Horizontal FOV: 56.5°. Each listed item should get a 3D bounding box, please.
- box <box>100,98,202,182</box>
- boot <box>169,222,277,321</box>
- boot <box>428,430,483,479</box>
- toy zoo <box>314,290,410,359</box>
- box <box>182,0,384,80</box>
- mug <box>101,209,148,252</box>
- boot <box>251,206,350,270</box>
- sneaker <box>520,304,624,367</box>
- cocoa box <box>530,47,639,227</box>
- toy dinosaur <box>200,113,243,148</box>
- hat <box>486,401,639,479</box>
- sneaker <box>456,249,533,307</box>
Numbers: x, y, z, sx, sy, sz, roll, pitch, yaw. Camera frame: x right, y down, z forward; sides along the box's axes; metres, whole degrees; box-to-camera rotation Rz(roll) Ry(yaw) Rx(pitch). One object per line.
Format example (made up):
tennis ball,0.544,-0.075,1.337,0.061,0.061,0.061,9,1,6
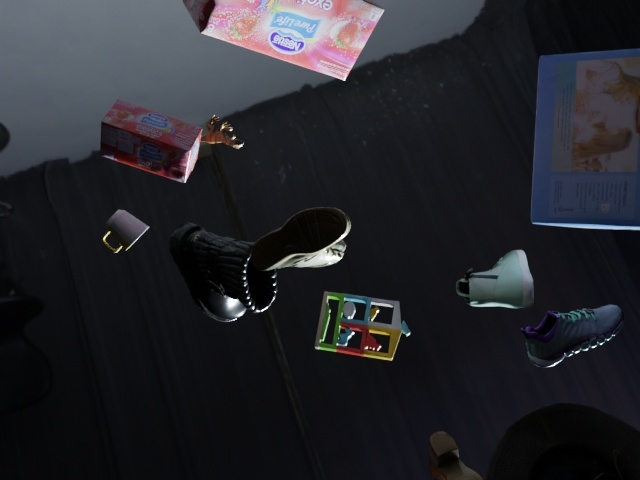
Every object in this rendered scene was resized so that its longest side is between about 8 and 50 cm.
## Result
box,-0.481,-0.283,1.699,0.256,0.123,0.128,18,135,-5
boot,-0.201,0.113,1.447,0.260,0.131,0.348,16,149,32
boot,0.344,0.654,1.503,0.109,0.283,0.220,-18,127,-9
toy zoo,0.141,0.274,1.909,0.293,0.192,0.030,8,155,7
box,-0.065,-0.410,1.035,0.300,0.142,0.154,8,128,-35
mug,-0.378,-0.019,1.135,0.078,0.064,0.062,-51,-165,-23
boot,0.000,0.000,1.083,0.213,0.077,0.165,-25,163,35
sneaker,0.528,0.175,1.240,0.223,0.098,0.083,-28,-160,-6
cocoa box,0.576,-0.199,1.247,0.231,0.347,0.228,3,-178,26
toy dinosaur,-0.328,-0.314,1.789,0.211,0.112,0.064,3,155,28
hat,0.478,0.465,1.079,0.331,0.331,0.134,-23,148,11
sneaker,0.375,0.077,1.310,0.151,0.094,0.256,0,-168,12
